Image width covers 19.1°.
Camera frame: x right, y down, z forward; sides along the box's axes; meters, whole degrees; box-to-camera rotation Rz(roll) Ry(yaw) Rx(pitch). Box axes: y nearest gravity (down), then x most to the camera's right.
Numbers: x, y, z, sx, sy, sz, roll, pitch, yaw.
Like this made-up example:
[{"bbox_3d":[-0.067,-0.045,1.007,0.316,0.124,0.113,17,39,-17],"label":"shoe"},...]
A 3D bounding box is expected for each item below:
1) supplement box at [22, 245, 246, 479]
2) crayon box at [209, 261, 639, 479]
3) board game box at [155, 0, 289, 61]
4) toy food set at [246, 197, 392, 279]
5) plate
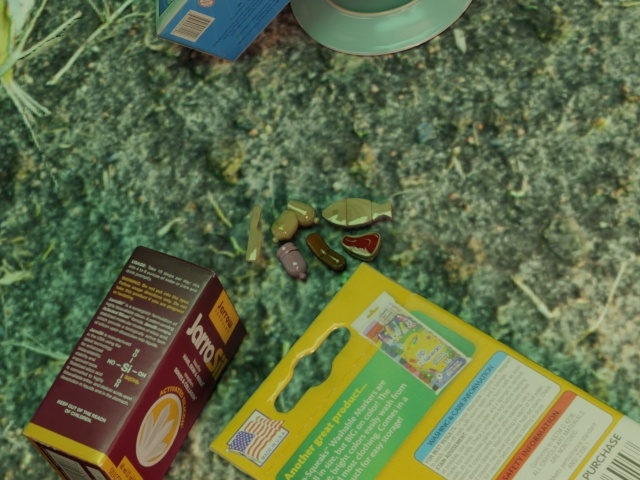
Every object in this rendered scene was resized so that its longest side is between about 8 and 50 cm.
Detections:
[{"bbox_3d":[-0.148,0.114,1.557,0.081,0.104,0.188,19,66,25],"label":"supplement box"},{"bbox_3d":[0.103,0.179,1.455,0.323,0.083,0.203,31,72,29],"label":"crayon box"},{"bbox_3d":[-0.044,-0.374,1.734,0.308,0.086,0.302,-42,41,44],"label":"board game box"},{"bbox_3d":[0.000,0.000,1.638,0.122,0.019,0.078,2,60,9],"label":"toy food set"},{"bbox_3d":[0.058,-0.254,1.776,0.188,0.024,0.188,-8,56,13],"label":"plate"}]
